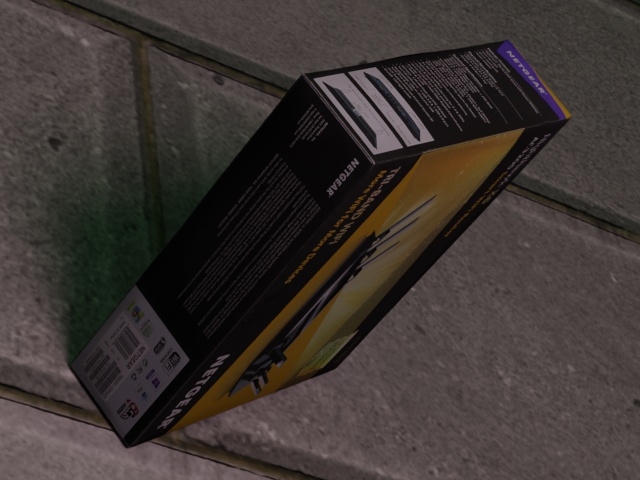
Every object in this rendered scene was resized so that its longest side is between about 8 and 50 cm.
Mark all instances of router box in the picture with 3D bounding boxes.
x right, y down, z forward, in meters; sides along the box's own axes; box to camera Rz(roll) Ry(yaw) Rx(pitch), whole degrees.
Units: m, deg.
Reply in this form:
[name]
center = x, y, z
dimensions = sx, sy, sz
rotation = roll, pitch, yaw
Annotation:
[router box]
center = 0.000, 0.000, 1.350
dimensions = 0.243, 0.309, 0.081
rotation = -17, 64, -51
